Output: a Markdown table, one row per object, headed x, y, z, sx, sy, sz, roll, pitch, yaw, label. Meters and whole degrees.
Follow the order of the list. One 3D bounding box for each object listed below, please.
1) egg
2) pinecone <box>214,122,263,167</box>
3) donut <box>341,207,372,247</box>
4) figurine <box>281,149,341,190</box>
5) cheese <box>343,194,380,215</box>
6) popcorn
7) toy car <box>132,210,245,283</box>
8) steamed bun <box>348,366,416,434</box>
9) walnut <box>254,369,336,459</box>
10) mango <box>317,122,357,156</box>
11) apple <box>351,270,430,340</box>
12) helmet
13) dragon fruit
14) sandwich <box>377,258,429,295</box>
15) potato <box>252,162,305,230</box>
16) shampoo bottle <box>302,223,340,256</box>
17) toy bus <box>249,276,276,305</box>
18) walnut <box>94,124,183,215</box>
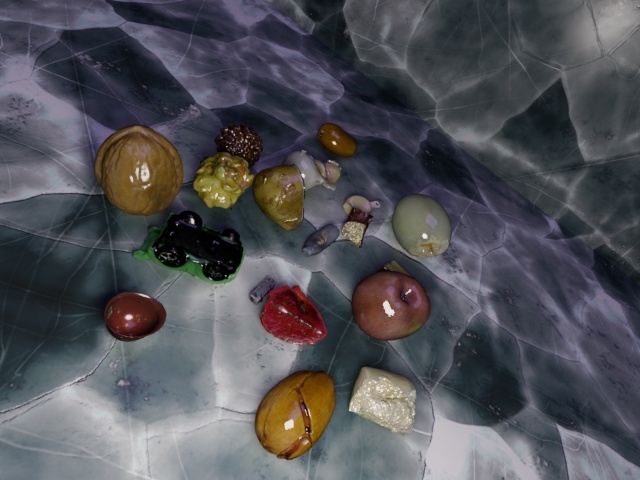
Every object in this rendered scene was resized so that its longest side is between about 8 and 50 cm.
| x | y | z | sx | sy | sz | roll | pitch | yaw | label |
| --- | --- | --- | --- | --- | --- | --- | --- | --- | --- |
| 0.498 | -0.086 | 2.033 | 0.278 | 0.278 | 0.336 | 8 | 51 | -24 | egg |
| -0.371 | -0.438 | 1.914 | 0.221 | 0.221 | 0.222 | 16 | 46 | -17 | pinecone |
| 0.176 | -0.065 | 1.958 | 0.126 | 0.144 | 0.187 | 28 | 84 | 4 | donut |
| -0.010 | -0.321 | 2.031 | 0.274 | 0.227 | 0.394 | 38 | 28 | 25 | figurine |
| 0.225 | -0.178 | 2.114 | 0.227 | 0.064 | 0.137 | -13 | 63 | -35 | cheese |
| -0.405 | -0.255 | 1.723 | 0.215 | 0.252 | 0.286 | 64 | 35 | -35 | popcorn |
| -0.461 | 0.034 | 1.466 | 0.358 | 0.176 | 0.213 | 24 | 45 | -14 | toy car |
| 0.217 | 0.539 | 1.397 | 0.225 | 0.170 | 0.200 | 18 | 50 | -13 | steamed bun |
| -0.060 | 0.507 | 1.252 | 0.209 | 0.209 | 0.336 | 39 | 36 | 7 | walnut |
| 0.097 | -0.567 | 2.335 | 0.254 | 0.139 | 0.176 | 33 | 46 | -8 | mango |
| 0.279 | 0.256 | 1.621 | 0.305 | 0.235 | 0.306 | 11 | 63 | -22 | apple |
| -0.574 | 0.246 | 1.252 | 0.175 | 0.106 | 0.155 | -4 | 57 | -39 | helmet |
| -0.110 | 0.262 | 1.501 | 0.262 | 0.134 | 0.212 | 37 | 29 | -17 | dragon fruit |
| 0.357 | 0.202 | 1.809 | 0.235 | 0.128 | 0.122 | 44 | 41 | 10 | sandwich |
| -0.191 | -0.180 | 1.746 | 0.196 | 0.300 | 0.246 | -12 | 47 | -17 | potato |
| 0.000 | 0.000 | 1.837 | 0.087 | 0.049 | 0.233 | 40 | 44 | 11 | shampoo bottle |
| -0.220 | 0.191 | 1.553 | 0.052 | 0.037 | 0.131 | 36 | 43 | 7 | toy bus |
| -0.659 | -0.260 | 1.493 | 0.332 | 0.333 | 0.333 | 16 | 46 | -17 | walnut |
